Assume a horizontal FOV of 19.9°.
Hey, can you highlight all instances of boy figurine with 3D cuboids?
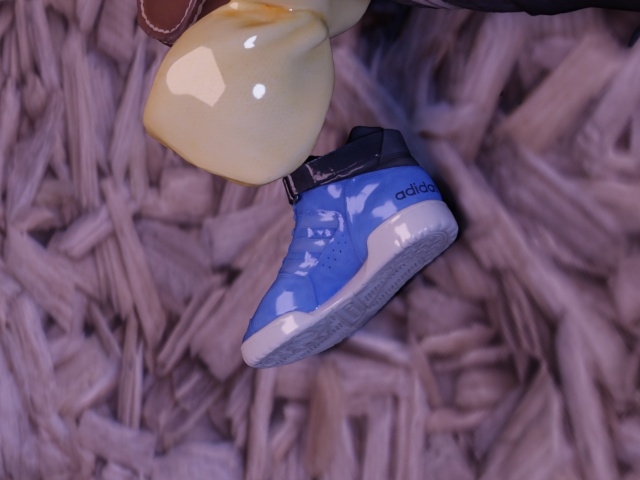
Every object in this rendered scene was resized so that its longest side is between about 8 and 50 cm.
[{"bbox_3d":[-0.013,-0.166,0.920,0.092,0.177,0.285,14,86,10],"label":"boy figurine"}]

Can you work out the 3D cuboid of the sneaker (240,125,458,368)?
[{"bbox_3d":[0.001,0.000,0.971,0.152,0.058,0.084,-43,64,35],"label":"sneaker"}]

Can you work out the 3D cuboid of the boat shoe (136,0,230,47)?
[{"bbox_3d":[-0.071,-0.267,1.018,0.123,0.116,0.324,18,103,49],"label":"boat shoe"}]

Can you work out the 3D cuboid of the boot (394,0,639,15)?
[{"bbox_3d":[0.144,-0.259,0.748,0.284,0.138,0.377,25,112,48],"label":"boot"}]
